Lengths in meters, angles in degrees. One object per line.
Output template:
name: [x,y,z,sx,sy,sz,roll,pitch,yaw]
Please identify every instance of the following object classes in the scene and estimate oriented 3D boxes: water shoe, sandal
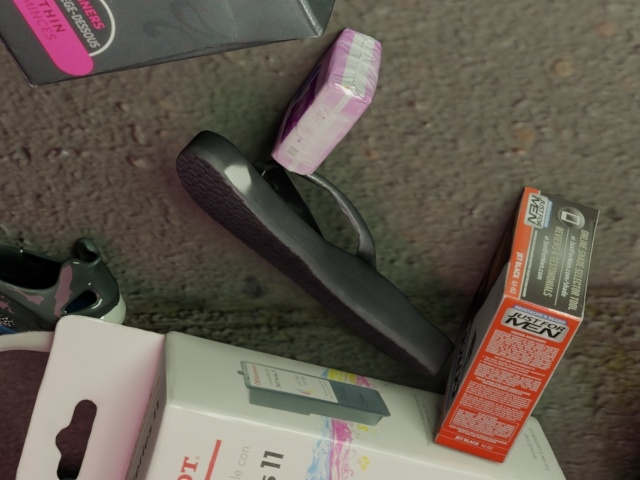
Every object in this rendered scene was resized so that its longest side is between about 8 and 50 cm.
water shoe: [-0.236,0.037,1.257,0.203,0.073,0.080,-6,117,16]
sandal: [0.000,0.000,1.128,0.097,0.054,0.254,23,166,49]

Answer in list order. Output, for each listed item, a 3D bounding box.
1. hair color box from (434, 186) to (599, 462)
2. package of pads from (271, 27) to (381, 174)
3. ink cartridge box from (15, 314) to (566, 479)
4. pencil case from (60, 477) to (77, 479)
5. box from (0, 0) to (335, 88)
hair color box: [0.123,0.056,1.122,0.053,0.093,0.167,18,140,-2]
package of pads: [0.004,-0.080,1.037,0.032,0.050,0.083,27,139,-12]
ink cartridge box: [-0.033,0.194,1.215,0.353,0.119,0.207,14,110,-10]
pencil case: [-0.111,0.249,1.407,0.273,0.113,0.124,-6,91,25]
box: [-0.060,-0.218,0.728,0.143,0.270,0.165,-7,134,25]
